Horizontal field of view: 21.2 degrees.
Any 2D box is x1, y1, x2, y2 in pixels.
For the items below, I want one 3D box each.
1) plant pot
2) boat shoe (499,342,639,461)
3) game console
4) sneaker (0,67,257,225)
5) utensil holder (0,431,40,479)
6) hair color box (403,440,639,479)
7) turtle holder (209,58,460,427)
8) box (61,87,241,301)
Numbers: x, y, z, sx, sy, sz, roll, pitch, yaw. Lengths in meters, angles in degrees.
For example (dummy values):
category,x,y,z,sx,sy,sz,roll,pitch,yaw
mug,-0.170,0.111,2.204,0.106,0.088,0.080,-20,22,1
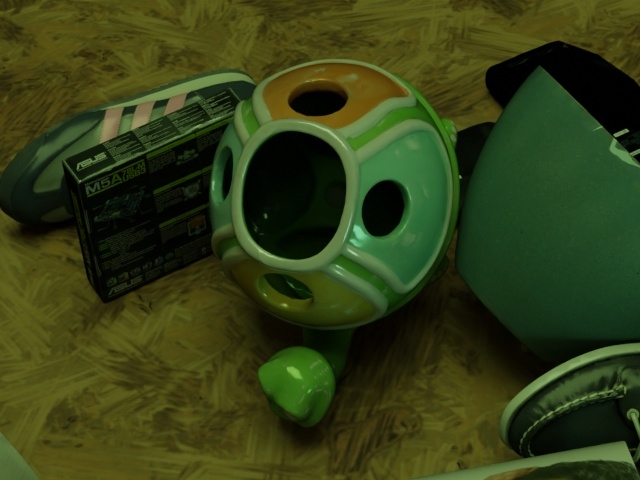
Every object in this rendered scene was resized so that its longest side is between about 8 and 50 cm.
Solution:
category,x,y,z,sx,sy,sz,roll,pitch,yaw
plant pot,0.243,0.002,1.632,0.195,0.290,0.290,-45,52,9
boat shoe,0.316,0.153,1.567,0.302,0.114,0.091,-17,43,-10
game console,0.195,-0.101,1.860,0.361,0.044,0.213,-22,48,-16
sneaker,-0.183,-0.083,1.820,0.319,0.112,0.131,-25,48,-17
utensil holder,-0.444,0.295,1.349,0.327,0.328,0.385,26,56,25
hair color box,0.101,0.298,1.431,0.374,0.114,0.185,-9,39,-5
turtle holder,-0.012,-0.016,1.617,0.243,0.227,0.320,36,101,11
box,-0.157,-0.044,1.733,0.190,0.184,0.045,-26,49,-18
